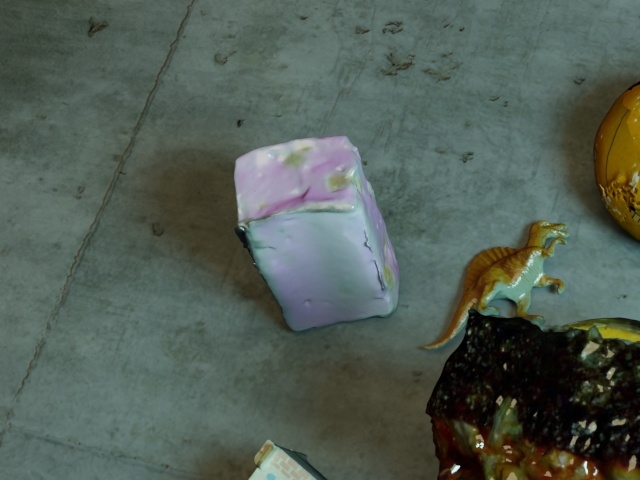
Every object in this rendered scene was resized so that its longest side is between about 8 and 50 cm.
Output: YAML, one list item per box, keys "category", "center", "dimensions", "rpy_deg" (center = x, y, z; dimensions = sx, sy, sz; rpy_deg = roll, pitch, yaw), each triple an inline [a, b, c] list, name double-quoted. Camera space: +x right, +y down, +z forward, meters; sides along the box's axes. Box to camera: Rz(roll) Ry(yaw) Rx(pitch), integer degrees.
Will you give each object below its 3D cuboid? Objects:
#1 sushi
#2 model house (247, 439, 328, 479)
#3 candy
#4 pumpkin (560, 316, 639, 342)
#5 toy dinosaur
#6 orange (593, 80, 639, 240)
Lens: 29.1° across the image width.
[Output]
- category: "sushi"
  center: [0.268, 0.181, 1.122]
  dimensions: [0.343, 0.196, 0.182]
  rpy_deg: [13, 82, 41]
- category: "model house"
  center: [-0.005, 0.406, 1.337]
  dimensions: [0.326, 0.169, 0.244]
  rpy_deg: [36, 82, 32]
- category: "candy"
  center: [0.000, 0.000, 1.502]
  dimensions: [0.155, 0.265, 0.116]
  rpy_deg: [-12, 54, 9]
- category: "pumpkin"
  center: [0.334, 0.247, 1.284]
  dimensions: [0.256, 0.225, 0.303]
  rpy_deg: [9, 67, 29]
- category: "toy dinosaur"
  center: [0.218, 0.047, 1.537]
  dimensions: [0.212, 0.057, 0.142]
  rpy_deg: [-14, 46, 6]
- category: "orange"
  center: [0.443, -0.102, 1.493]
  dimensions: [0.234, 0.182, 0.234]
  rpy_deg: [-14, 57, 23]
